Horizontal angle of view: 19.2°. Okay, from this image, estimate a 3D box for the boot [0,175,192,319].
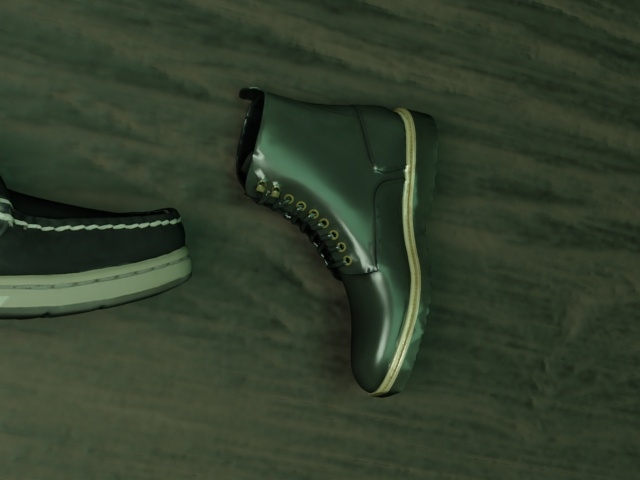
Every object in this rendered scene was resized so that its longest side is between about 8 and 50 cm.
[{"bbox_3d":[-0.252,-0.095,1.091,0.377,0.138,0.284,1,89,-23],"label":"boot"}]

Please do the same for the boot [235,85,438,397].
[{"bbox_3d":[0.000,0.000,1.260,0.137,0.077,0.198,10,71,-23],"label":"boot"}]
